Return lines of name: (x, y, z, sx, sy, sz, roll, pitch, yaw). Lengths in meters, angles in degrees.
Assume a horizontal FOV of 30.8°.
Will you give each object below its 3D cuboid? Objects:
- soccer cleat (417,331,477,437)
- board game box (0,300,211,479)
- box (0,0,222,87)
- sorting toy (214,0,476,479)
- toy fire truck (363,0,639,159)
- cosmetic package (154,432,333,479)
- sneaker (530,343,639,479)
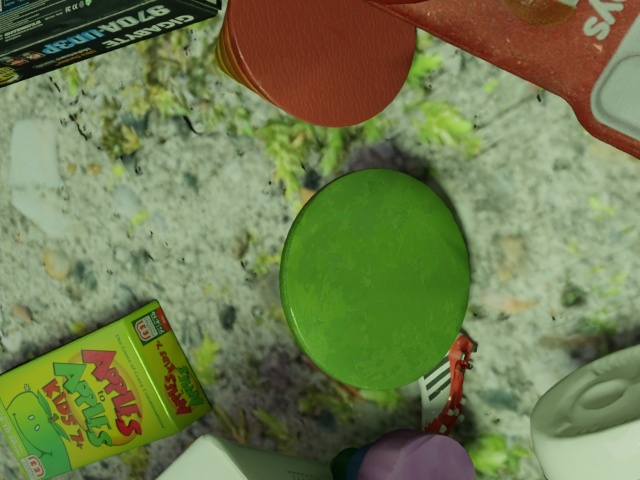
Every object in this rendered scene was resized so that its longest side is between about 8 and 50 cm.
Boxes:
soccer cleat: (0.074, 0.093, 0.736, 0.036, 0.029, 0.083, 25, 116, 33)
board game box: (-0.177, 0.120, 0.895, 0.181, 0.043, 0.092, -25, 93, 36)
box: (-0.165, -0.201, 0.729, 0.220, 0.051, 0.175, -11, 80, 35)
sorting toy: (0.000, 0.000, 0.708, 0.126, 0.127, 0.365, -3, 101, 58)
toy fire truck: (0.140, -0.202, 0.522, 0.254, 0.169, 0.302, 25, 123, -5)
cosmetic package: (-0.139, 0.333, 0.700, 0.453, 0.230, 0.161, -44, 66, 3)
sneaker: (0.283, 0.147, 0.573, 0.323, 0.130, 0.236, -20, 106, 31)
